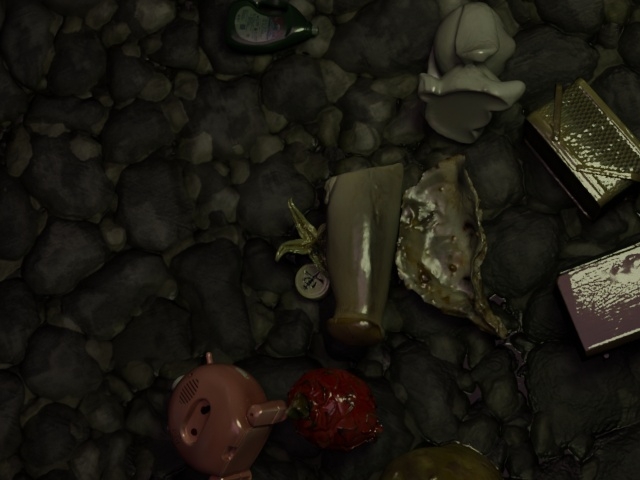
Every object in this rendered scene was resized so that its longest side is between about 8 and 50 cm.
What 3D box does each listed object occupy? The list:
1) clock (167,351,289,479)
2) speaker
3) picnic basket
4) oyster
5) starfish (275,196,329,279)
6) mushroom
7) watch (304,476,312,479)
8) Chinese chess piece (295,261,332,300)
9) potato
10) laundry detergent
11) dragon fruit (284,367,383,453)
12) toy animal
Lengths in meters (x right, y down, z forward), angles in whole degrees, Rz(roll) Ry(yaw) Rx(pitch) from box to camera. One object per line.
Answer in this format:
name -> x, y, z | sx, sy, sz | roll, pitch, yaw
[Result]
clock -> -0.222, 0.362, 1.915 | 0.241, 0.142, 0.227 | 37, 105, 30
speaker -> 0.589, 0.116, 1.816 | 0.230, 0.153, 0.193 | -22, 75, 6
picnic basket -> 0.534, -0.182, 1.880 | 0.139, 0.165, 0.267 | -36, 75, 1
oyster -> 0.259, 0.025, 1.941 | 0.204, 0.111, 0.396 | -14, 76, 26
starfish -> -0.001, 0.000, 1.989 | 0.216, 0.050, 0.224 | -34, 89, -16
mushroom -> 0.083, 0.013, 1.922 | 0.154, 0.137, 0.408 | 19, 66, -29
watch -> -0.017, 0.632, 1.877 | 0.164, 0.102, 0.269 | 23, 75, 8
Chinese chess piece -> -0.014, 0.088, 2.004 | 0.084, 0.034, 0.084 | -2, 79, 12
potato -> 0.235, 0.532, 1.761 | 0.288, 0.237, 0.301 | 23, 84, 14
laundry detergent -> -0.106, -0.490, 2.124 | 0.210, 0.063, 0.137 | 3, 73, 12
dragon fruit -> 0.023, 0.340, 1.876 | 0.209, 0.172, 0.172 | 31, 85, -25
toy animal -> 0.307, -0.373, 1.940 | 0.205, 0.272, 0.265 | 17, 68, -11
